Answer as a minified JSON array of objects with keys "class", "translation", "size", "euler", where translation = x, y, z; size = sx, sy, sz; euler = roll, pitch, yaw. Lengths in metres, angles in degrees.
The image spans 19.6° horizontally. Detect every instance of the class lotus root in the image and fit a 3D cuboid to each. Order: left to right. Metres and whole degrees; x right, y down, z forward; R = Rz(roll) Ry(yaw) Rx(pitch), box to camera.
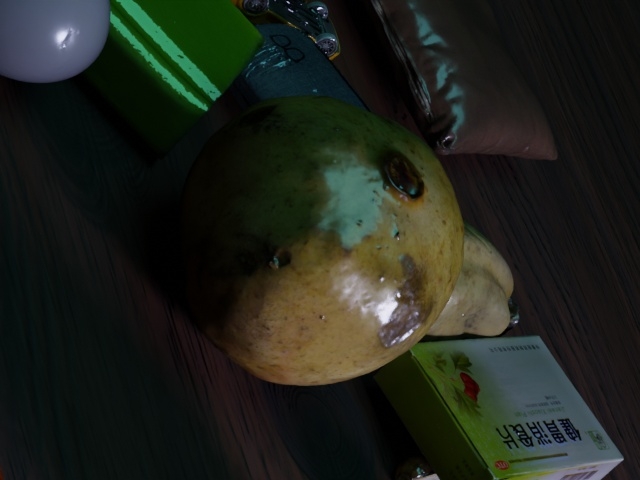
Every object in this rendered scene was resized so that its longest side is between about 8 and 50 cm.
[{"class":"lotus root","translation":[0.106,0.233,1.898],"size":[0.083,0.037,0.030],"euler":[-1,59,-56]},{"class":"lotus root","translation":[0.119,0.048,1.994],"size":[0.257,0.140,0.154],"euler":[31,68,-47]}]

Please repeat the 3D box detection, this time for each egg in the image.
[{"class":"egg","translation":[-0.276,-0.229,1.659],"size":[0.199,0.146,0.146],"euler":[50,31,-13]}]

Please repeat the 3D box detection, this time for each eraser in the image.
[{"class":"eraser","translation":[-0.195,-0.234,1.844],"size":[0.274,0.092,0.210],"euler":[49,31,-12]}]

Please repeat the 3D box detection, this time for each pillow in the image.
[{"class":"pillow","translation":[0.167,-0.238,2.358],"size":[0.305,0.108,0.308],"euler":[-1,62,-57]}]

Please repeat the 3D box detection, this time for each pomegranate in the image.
[{"class":"pomegranate","translation":[0.000,0.000,1.746],"size":[0.281,0.281,0.281],"euler":[36,36,-32]}]

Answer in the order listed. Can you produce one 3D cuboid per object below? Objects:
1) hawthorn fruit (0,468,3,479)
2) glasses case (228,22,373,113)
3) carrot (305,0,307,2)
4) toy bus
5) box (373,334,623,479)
[{"class":"hawthorn fruit","translation":[-0.320,0.193,1.169],"size":[0.243,0.207,0.207],"euler":[11,53,-46]},{"class":"glasses case","translation":[-0.007,-0.128,1.967],"size":[0.109,0.067,0.282],"euler":[-22,57,-25]},{"class":"carrot","translation":[-0.032,-0.480,2.155],"size":[0.241,0.341,0.241],"euler":[32,1,-1]},{"class":"toy bus","translation":[-0.053,-0.249,2.081],"size":[0.162,0.074,0.069],"euler":[29,33,-37]},{"class":"box","translation":[0.193,0.189,1.963],"size":[0.260,0.062,0.175],"euler":[2,48,-52]}]
